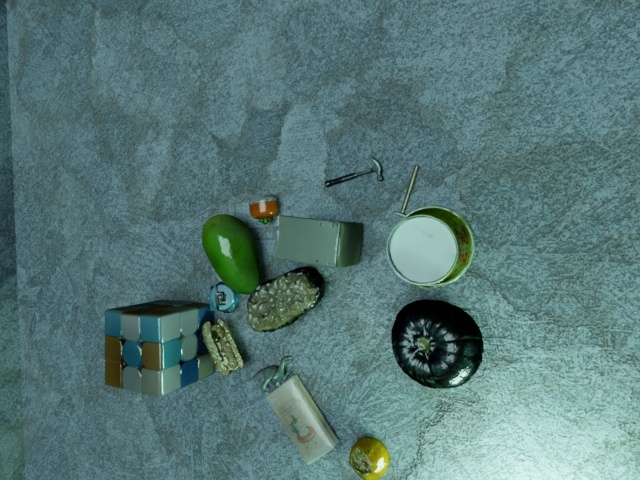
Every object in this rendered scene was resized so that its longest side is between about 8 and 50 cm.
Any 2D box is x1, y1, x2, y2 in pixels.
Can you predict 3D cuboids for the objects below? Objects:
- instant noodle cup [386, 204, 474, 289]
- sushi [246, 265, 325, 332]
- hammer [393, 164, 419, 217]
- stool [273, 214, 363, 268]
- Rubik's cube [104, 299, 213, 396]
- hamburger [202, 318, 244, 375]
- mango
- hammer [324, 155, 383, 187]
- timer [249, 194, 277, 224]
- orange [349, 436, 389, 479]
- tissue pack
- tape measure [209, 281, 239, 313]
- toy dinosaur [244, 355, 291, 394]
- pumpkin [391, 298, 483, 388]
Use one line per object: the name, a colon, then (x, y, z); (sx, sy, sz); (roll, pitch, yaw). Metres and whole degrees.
instant noodle cup: (0.366, 0.030, 1.488); (0.311, 0.221, 0.311); (2, 94, 24)
sushi: (-0.143, 0.237, 1.757); (0.350, 0.171, 0.211); (-29, 82, 19)
hammer: (0.329, -0.186, 1.620); (0.062, 0.013, 0.198); (20, 99, 23)
stool: (0.000, 0.000, 1.654); (0.270, 0.244, 0.170); (8, 94, 24)
Rubik's cube: (-0.720, 0.466, 1.948); (0.344, 0.347, 0.346); (1, 93, 26)
hamburger: (-0.440, 0.479, 1.937); (0.124, 0.131, 0.262); (-24, 73, -12)
mango: (-0.371, 0.058, 1.855); (0.225, 0.201, 0.382); (-31, 81, 12)
hammer: (0.126, -0.261, 1.708); (0.246, 0.029, 0.103); (-12, 87, 26)
timer: (-0.242, -0.130, 1.848); (0.136, 0.099, 0.136); (9, 107, 32)
orange: (0.186, 0.837, 1.649); (0.155, 0.134, 0.154); (0, 91, 18)
tissue pack: (-0.080, 0.748, 1.805); (0.170, 0.071, 0.325); (-42, 75, 22)
tape measure: (-0.436, 0.258, 1.956); (0.125, 0.081, 0.146); (-3, 91, 15)
toy dinosaur: (-0.234, 0.584, 1.883); (0.242, 0.053, 0.167); (-8, 63, 37)
pumpkin: (0.404, 0.352, 1.483); (0.315, 0.238, 0.315); (-11, 69, 32)
